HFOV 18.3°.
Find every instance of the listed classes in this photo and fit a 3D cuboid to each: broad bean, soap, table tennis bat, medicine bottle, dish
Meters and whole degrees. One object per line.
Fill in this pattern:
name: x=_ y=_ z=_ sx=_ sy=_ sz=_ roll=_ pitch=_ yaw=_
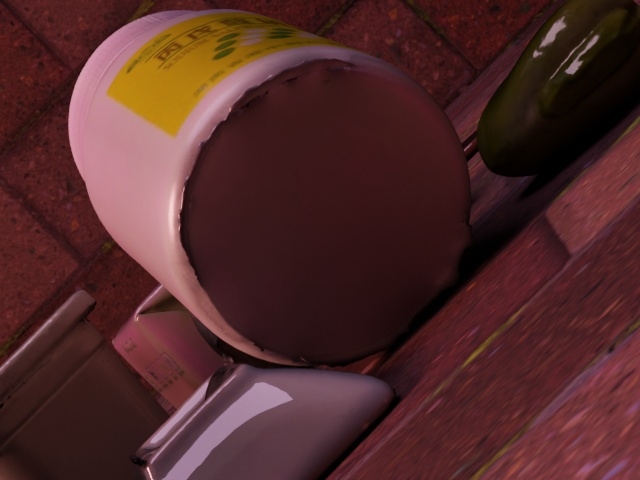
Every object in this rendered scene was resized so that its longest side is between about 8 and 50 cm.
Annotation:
broad bean: x=0.172 y=-0.104 z=1.386 sx=0.124 sy=0.082 sz=0.174 roll=-46 pitch=-7 yaw=-41
soap: x=-0.098 y=0.074 z=2.004 sx=0.182 sy=0.138 sz=0.199 roll=-44 pitch=2 yaw=-17
table tennis bat: x=0.097 y=-0.111 z=2.140 sx=0.170 sy=0.119 sz=0.107 roll=-43 pitch=2 yaw=-4
medicine bottle: x=-0.053 y=-0.054 z=1.431 sx=0.213 sy=0.213 sz=0.379 roll=-45 pitch=23 yaw=-6
dish: x=-0.059 y=0.129 z=1.189 sx=0.182 sy=0.080 sz=0.243 roll=-45 pitch=3 yaw=-8

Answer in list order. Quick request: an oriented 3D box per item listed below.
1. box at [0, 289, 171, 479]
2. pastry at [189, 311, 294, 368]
box: x=-0.219 y=0.186 z=1.654 sx=0.175 sy=0.182 sz=0.312 roll=-45 pitch=3 yaw=-22
pastry: x=-0.002 y=0.002 z=1.704 sx=0.265 sy=0.133 sz=0.265 roll=-45 pitch=3 yaw=3
